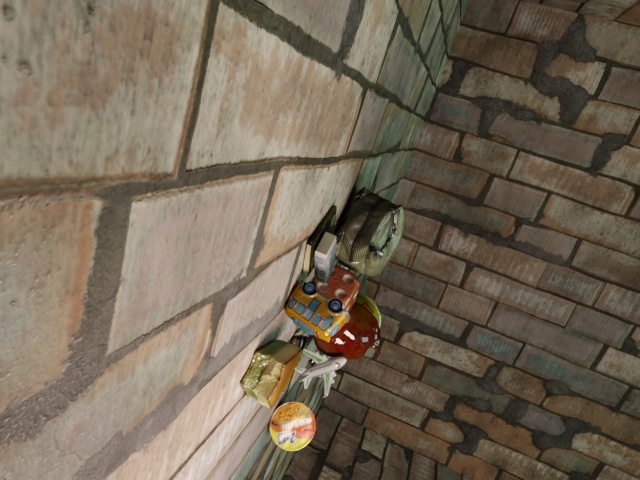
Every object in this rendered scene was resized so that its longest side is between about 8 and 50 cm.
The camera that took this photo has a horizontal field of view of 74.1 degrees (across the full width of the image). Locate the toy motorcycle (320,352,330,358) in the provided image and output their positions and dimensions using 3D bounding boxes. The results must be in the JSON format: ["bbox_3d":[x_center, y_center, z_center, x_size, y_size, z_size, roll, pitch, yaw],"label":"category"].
[{"bbox_3d":[0.072,0.657,2.696,0.198,0.110,0.296,32,78,-75],"label":"toy motorcycle"}]

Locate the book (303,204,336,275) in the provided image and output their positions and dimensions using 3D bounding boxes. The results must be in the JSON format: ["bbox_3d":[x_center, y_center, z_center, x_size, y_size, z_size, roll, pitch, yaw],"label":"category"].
[{"bbox_3d":[0.000,0.000,1.475,0.160,0.024,0.228,99,18,-44],"label":"book"}]

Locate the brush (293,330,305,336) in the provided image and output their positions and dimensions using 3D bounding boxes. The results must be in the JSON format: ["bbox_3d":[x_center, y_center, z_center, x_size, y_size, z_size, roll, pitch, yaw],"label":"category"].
[{"bbox_3d":[-0.079,0.382,1.742,0.084,0.013,0.016,-1,131,-52],"label":"brush"}]

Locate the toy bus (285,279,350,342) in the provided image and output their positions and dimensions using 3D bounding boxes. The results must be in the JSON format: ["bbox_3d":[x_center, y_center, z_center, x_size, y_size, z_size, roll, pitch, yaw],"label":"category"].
[{"bbox_3d":[-0.017,0.241,1.411,0.136,0.210,0.126,-52,163,-22],"label":"toy bus"}]

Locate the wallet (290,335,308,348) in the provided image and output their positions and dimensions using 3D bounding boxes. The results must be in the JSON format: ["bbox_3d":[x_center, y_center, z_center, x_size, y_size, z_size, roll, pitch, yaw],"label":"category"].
[{"bbox_3d":[-0.101,0.463,1.788,0.124,0.042,0.230,-65,165,-5],"label":"wallet"}]

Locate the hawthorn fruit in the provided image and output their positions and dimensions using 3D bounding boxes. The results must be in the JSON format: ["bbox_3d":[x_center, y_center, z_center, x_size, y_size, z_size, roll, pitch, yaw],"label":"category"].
[{"bbox_3d":[0.122,0.424,2.062,0.308,0.326,0.307,-6,90,-76],"label":"hawthorn fruit"}]

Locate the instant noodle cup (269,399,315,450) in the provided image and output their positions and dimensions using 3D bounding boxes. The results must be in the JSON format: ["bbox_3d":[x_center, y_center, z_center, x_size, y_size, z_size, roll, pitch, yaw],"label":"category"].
[{"bbox_3d":[-0.132,0.866,2.000,0.174,0.214,0.213,102,14,-70],"label":"instant noodle cup"}]

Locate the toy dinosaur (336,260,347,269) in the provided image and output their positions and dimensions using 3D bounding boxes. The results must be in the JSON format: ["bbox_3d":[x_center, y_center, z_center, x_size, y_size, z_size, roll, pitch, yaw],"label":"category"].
[{"bbox_3d":[0.102,0.130,2.066,0.082,0.039,0.209,-45,154,-8],"label":"toy dinosaur"}]

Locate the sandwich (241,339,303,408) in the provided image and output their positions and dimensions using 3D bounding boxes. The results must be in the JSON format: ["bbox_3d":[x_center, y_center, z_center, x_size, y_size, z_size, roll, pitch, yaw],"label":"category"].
[{"bbox_3d":[-0.144,0.389,1.324,0.220,0.108,0.186,-58,165,-31],"label":"sandwich"}]

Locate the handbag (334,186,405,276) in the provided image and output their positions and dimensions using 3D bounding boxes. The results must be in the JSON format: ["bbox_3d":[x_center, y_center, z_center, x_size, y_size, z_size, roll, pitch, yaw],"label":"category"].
[{"bbox_3d":[0.201,-0.041,1.737,0.340,0.248,0.240,-60,165,-11],"label":"handbag"}]

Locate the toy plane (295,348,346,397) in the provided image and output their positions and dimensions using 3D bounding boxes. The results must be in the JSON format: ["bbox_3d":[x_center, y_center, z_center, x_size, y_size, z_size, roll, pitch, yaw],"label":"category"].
[{"bbox_3d":[0.008,0.588,1.964,0.256,0.250,0.101,-27,-176,14],"label":"toy plane"}]

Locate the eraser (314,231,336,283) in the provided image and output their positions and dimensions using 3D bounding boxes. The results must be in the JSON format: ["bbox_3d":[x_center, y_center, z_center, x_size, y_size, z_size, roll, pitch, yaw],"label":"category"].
[{"bbox_3d":[0.017,0.065,1.482,0.212,0.046,0.091,92,23,-59],"label":"eraser"}]

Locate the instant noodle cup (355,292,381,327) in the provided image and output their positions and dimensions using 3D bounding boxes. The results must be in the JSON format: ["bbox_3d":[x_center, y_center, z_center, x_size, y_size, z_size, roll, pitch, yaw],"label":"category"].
[{"bbox_3d":[0.158,0.455,2.339,0.222,0.312,0.310,-23,134,-61],"label":"instant noodle cup"}]

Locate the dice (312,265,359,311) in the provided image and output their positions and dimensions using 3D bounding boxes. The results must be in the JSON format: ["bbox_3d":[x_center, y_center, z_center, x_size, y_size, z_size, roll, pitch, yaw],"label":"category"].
[{"bbox_3d":[0.052,0.218,1.715,0.174,0.174,0.179,99,17,-49],"label":"dice"}]

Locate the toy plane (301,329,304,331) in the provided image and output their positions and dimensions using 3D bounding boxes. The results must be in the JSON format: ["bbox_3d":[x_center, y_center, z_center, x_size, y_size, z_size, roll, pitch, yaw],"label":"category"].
[{"bbox_3d":[-0.064,0.352,1.781,0.083,0.033,0.080,-65,170,18],"label":"toy plane"}]
